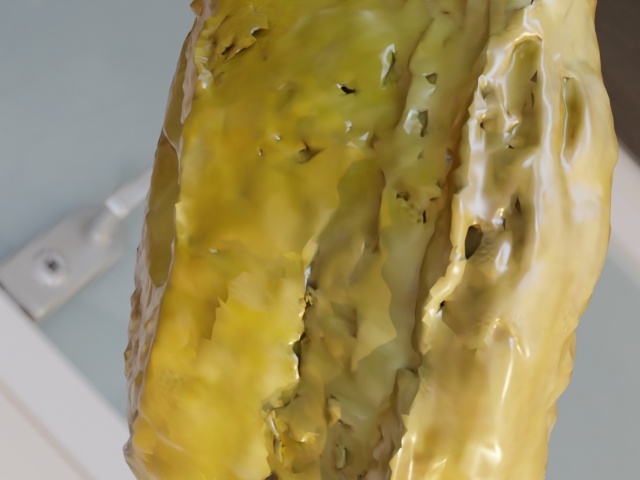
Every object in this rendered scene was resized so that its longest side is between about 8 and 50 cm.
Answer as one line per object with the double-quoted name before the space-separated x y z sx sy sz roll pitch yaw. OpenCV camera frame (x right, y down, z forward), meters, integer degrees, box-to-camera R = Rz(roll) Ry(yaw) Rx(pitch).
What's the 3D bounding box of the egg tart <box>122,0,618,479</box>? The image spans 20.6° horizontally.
"egg tart" 0.000 0.002 0.640 0.341 0.129 0.341 -170 -90 -80
